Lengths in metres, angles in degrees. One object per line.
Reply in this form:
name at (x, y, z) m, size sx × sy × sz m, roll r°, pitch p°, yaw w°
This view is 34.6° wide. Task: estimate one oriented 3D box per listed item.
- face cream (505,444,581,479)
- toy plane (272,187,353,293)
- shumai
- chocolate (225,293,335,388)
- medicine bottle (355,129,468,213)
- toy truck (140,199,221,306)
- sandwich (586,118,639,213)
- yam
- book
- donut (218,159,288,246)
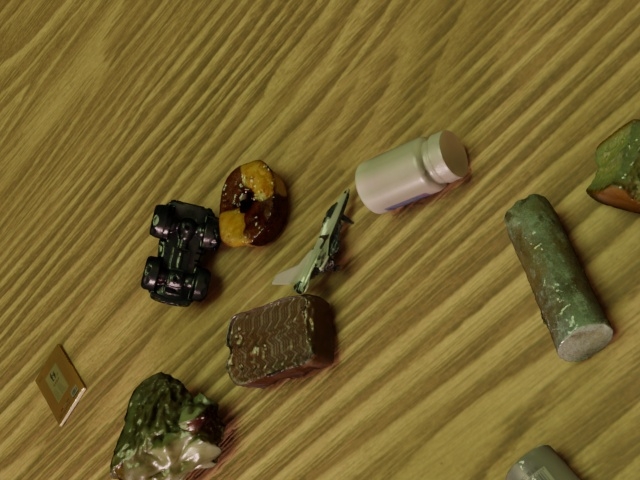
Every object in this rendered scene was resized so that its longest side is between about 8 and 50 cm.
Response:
face cream at (0.370, 0.419, 1.455) m, size 0.107 × 0.073 × 0.269 m, roll -55°, pitch 47°, yaw 21°
toy plane at (0.009, 0.014, 1.934) m, size 0.234 × 0.082 × 0.160 m, roll -51°, pitch 11°, yaw -10°
shumai at (-0.281, 0.390, 2.025) m, size 0.218 × 0.189 × 0.256 m, roll -6°, pitch 54°, yaw 23°
chocolate at (-0.075, 0.195, 1.932) m, size 0.214 × 0.093 × 0.148 m, roll -21°, pitch 61°, yaw 36°
medicine bottle at (0.161, -0.122, 1.820) m, size 0.187 × 0.103 × 0.103 m, roll -22°, pitch 61°, yaw 35°
toy truck at (-0.298, 0.027, 2.177) m, size 0.165 × 0.147 × 0.224 m, roll 164°, pitch 117°, yaw -77°
sandwich at (0.481, -0.099, 1.504) m, size 0.236 × 0.128 × 0.122 m, roll 13°, pitch 76°, yaw 44°
yam at (0.362, 0.052, 1.582) m, size 0.093 × 0.093 × 0.259 m, roll -37°, pitch 53°, yaw 28°
book at (-0.619, 0.342, 2.439) m, size 0.118 × 0.012 × 0.172 m, roll -56°, pitch 47°, yaw 13°
donut at (-0.134, -0.068, 2.095) m, size 0.166 × 0.073 × 0.184 m, roll -30°, pitch 56°, yaw 33°
